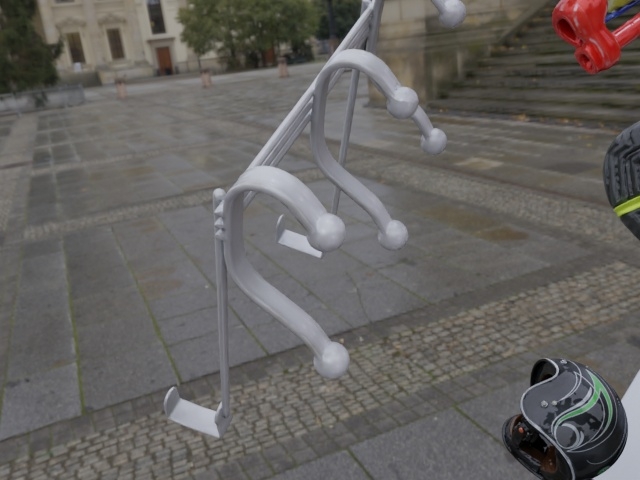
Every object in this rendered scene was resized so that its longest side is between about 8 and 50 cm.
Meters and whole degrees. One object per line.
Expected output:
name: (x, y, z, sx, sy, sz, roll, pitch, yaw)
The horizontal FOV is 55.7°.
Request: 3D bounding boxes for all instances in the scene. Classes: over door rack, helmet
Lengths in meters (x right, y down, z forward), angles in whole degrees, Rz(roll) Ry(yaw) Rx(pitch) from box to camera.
over door rack: (0.000, 0.000, 0.456, 0.108, 0.324, 0.239, 29, 52, 2)
helmet: (0.365, 0.262, 0.899, 0.162, 0.169, 0.169, -33, 28, -24)

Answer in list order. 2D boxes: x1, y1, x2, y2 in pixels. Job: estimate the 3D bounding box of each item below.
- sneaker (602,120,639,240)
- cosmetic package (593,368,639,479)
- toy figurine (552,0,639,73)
sneaker: (0.442, -0.007, 0.523, 0.385, 0.145, 0.147, 27, 21, 30)
cosmetic package: (0.595, 0.391, 0.997, 0.453, 0.162, 0.230, -57, 22, -5)
toy figurine: (0.158, -0.202, 0.356, 0.191, 0.362, 0.217, -37, 14, 5)
